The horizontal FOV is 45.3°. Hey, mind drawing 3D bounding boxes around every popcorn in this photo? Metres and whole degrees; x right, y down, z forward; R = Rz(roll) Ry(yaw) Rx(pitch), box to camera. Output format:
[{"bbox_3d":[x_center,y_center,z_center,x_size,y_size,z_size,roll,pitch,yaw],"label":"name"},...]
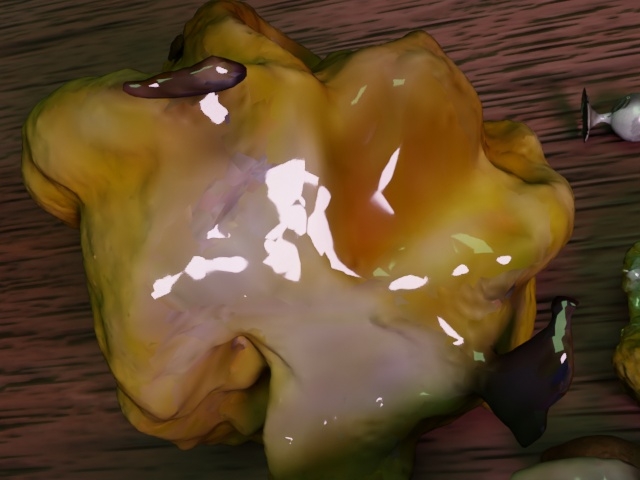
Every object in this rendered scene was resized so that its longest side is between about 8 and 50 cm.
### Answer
[{"bbox_3d":[0.000,0.000,0.478,0.298,0.281,0.315,-23,100,-2],"label":"popcorn"}]

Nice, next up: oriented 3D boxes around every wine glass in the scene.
[{"bbox_3d":[0.235,-0.094,0.565,0.083,0.039,0.042,-1,56,12],"label":"wine glass"}]

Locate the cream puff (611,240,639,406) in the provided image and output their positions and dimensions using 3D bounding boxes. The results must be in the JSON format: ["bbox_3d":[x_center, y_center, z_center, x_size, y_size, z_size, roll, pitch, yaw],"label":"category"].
[{"bbox_3d":[0.245,0.051,0.456,0.121,0.156,0.156,35,74,-17],"label":"cream puff"}]

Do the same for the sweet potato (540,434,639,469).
[{"bbox_3d":[0.200,0.138,0.399,0.051,0.065,0.218,-61,21,-18],"label":"sweet potato"}]

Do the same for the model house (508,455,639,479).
[{"bbox_3d":[0.118,0.243,0.293,0.244,0.298,0.284,-12,57,24],"label":"model house"}]
